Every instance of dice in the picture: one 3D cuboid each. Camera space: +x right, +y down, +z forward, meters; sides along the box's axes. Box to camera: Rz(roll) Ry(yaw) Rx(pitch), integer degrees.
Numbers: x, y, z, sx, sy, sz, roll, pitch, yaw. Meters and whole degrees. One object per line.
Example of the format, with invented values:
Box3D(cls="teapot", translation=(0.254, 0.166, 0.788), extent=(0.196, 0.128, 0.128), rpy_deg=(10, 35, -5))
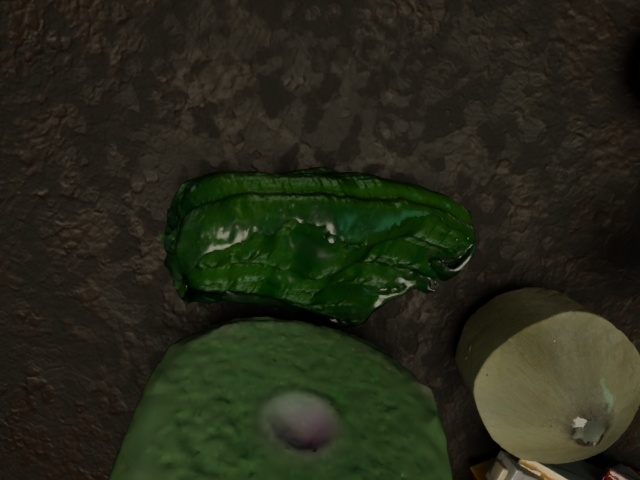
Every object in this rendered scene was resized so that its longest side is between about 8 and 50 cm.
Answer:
Box3D(cls="dice", translation=(-0.053, 0.304, 0.574), extent=(0.323, 0.318, 0.330), rpy_deg=(11, 122, -3))

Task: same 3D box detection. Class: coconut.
Box3D(cls="coconut", translation=(0.286, 0.171, 0.650), extent=(0.202, 0.222, 0.202), rpy_deg=(-1, 104, -3))

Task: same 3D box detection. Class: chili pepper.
Box3D(cls="chili pepper", translation=(-0.003, -0.005, 0.639), extent=(0.385, 0.213, 0.167), rpy_deg=(4, 55, -22))

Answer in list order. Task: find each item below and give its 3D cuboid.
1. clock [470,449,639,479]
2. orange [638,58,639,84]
Box3D(cls="clock", translation=(0.338, 0.409, 0.724), extent=(0.310, 0.166, 0.235), rpy_deg=(26, 97, -14))
Box3D(cls="orange", translation=(0.497, -0.226, 0.634), extent=(0.178, 0.155, 0.177), rpy_deg=(2, 108, 7))
